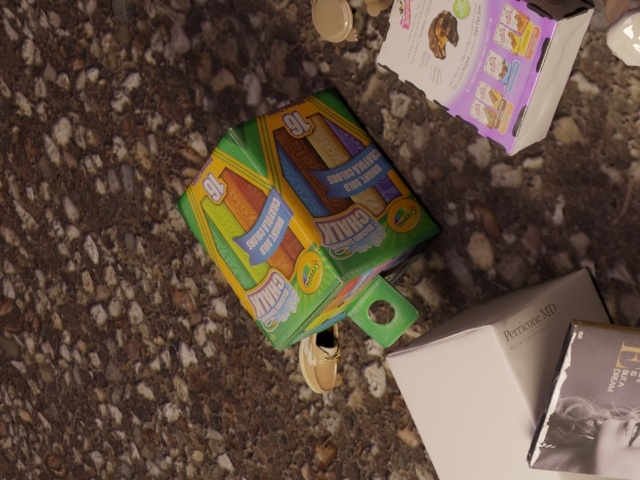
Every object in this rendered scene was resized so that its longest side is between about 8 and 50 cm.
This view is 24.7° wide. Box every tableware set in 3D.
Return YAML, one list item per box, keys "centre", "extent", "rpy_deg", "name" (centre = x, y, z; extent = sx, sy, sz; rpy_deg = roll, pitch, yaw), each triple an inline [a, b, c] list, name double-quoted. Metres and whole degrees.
- centre: [0.024, -0.312, 1.666]
  extent: [0.141, 0.020, 0.169]
  rpy_deg: [-17, 95, 47]
  name: "tableware set"

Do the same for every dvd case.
- centre: [0.328, 0.165, 1.439]
  extent: [0.018, 0.221, 0.165]
  rpy_deg: [-109, 30, -63]
  name: "dvd case"

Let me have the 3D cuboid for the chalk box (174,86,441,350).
- centre: [0.000, 0.000, 1.724]
  extent: [0.289, 0.179, 0.180]
  rpy_deg: [54, 139, 13]
  name: "chalk box"

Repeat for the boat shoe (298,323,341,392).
- centre: [0.002, 0.137, 1.889]
  extent: [0.045, 0.050, 0.135]
  rpy_deg: [13, 118, 49]
  name: "boat shoe"

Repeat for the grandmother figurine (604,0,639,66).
- centre: [0.247, -0.316, 1.378]
  extent: [0.342, 0.104, 0.208]
  rpy_deg: [60, 167, 2]
  name: "grandmother figurine"

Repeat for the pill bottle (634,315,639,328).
- centre: [0.355, 0.097, 1.474]
  extent: [0.078, 0.078, 0.137]
  rpy_deg: [39, 133, 27]
  name: "pill bottle"

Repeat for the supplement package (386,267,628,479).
- centre: [0.236, 0.208, 1.579]
  extent: [0.175, 0.177, 0.293]
  rpy_deg: [-23, 93, 50]
  name: "supplement package"

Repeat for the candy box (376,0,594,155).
- centre: [0.166, -0.213, 1.526]
  extent: [0.196, 0.070, 0.165]
  rpy_deg: [39, 133, 27]
  name: "candy box"
